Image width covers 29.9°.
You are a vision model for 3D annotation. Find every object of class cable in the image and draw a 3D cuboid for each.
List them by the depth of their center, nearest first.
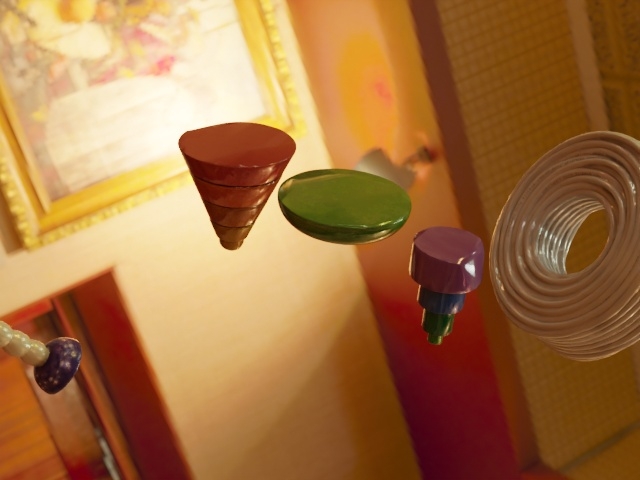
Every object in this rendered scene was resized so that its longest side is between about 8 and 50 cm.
[{"bbox_3d":[0.307,0.003,1.358,0.257,0.089,0.257,-26,-130,41],"label":"cable"}]

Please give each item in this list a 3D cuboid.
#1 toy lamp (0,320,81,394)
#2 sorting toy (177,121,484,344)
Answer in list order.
[{"bbox_3d":[-0.390,0.083,1.320,0.275,0.080,0.080,33,-2,-36],"label":"toy lamp"},{"bbox_3d":[0.000,0.000,1.171,0.366,0.127,0.126,28,-55,35],"label":"sorting toy"}]
